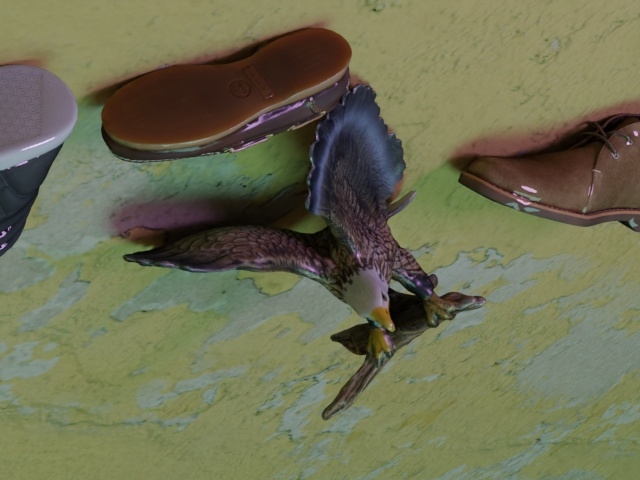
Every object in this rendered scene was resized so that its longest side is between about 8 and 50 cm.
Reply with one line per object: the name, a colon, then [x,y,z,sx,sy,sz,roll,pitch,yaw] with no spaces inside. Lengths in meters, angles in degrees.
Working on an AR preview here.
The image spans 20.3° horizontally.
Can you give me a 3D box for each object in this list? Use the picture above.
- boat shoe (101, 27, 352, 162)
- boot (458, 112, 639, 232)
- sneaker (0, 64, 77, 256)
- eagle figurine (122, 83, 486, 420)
boat shoe: [-0.069,-0.097,1.354,0.207,0.073,0.073,-17,152,-21]
boot: [0.259,-0.076,1.750,0.305,0.112,0.115,1,113,-40]
sneaker: [-0.310,-0.019,1.218,0.295,0.104,0.147,-18,150,-30]
eagle figurine: [0.006,0.003,1.553,0.298,0.225,0.226,40,69,-34]
